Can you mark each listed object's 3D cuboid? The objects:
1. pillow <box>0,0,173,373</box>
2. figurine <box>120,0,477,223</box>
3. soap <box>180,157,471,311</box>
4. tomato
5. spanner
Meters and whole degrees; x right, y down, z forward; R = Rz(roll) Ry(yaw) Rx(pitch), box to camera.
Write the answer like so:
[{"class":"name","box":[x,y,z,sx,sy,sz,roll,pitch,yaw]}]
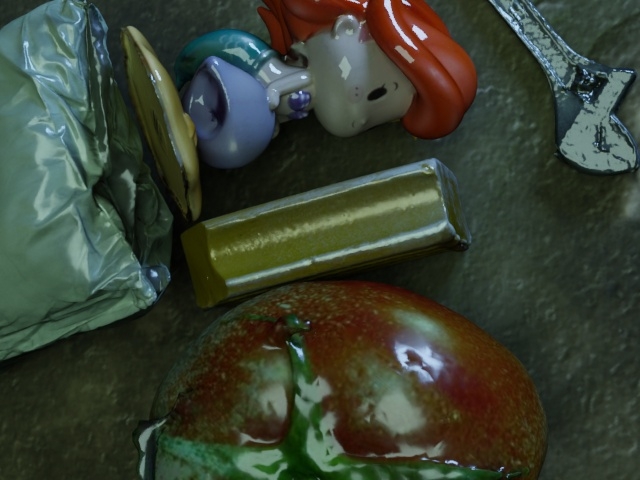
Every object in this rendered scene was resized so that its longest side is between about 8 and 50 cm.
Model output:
[{"class":"pillow","box":[-0.261,-0.041,0.927,0.310,0.138,0.283,-22,82,38]},{"class":"figurine","box":[-0.022,-0.146,0.873,0.257,0.208,0.181,-21,123,-15]},{"class":"soap","box":[0.000,0.000,0.885,0.232,0.140,0.073,-15,81,14]},{"class":"tomato","box":[0.021,0.180,0.824,0.304,0.239,0.303,-2,84,18]},{"class":"spanner","box":[0.167,-0.188,0.909,0.093,0.026,0.325,-38,78,11]}]
